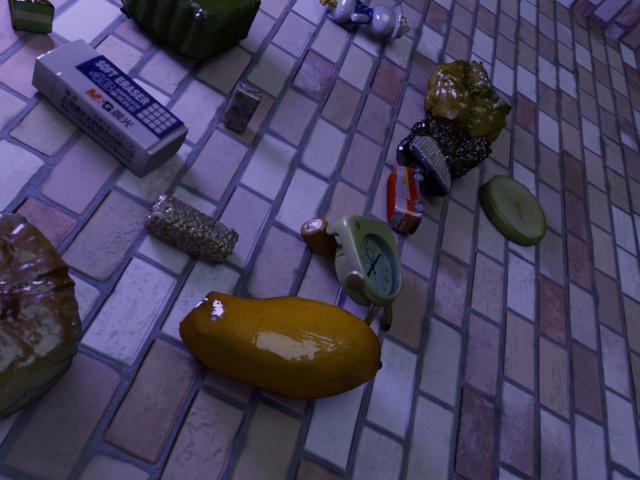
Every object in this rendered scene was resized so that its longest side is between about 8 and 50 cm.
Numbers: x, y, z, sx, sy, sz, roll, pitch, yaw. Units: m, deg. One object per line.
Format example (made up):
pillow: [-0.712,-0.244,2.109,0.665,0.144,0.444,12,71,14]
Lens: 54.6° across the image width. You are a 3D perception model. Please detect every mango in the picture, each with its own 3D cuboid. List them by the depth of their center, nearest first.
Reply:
mango: [-0.060,0.177,1.050,0.359,0.144,0.187,8,41,-21]

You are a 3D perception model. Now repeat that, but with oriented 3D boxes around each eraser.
eraser: [-0.404,-0.258,1.197,0.279,0.081,0.124,40,45,-1]

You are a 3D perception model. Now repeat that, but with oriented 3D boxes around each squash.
squash: [0.538,-0.086,1.709,0.219,0.041,0.219,17,50,-21]

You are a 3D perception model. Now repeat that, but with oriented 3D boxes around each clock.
clock: [0.099,0.067,1.258,0.170,0.069,0.232,11,62,-50]

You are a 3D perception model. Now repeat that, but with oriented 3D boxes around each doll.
doll: [0.137,-0.675,1.859,0.293,0.119,0.138,12,35,-19]

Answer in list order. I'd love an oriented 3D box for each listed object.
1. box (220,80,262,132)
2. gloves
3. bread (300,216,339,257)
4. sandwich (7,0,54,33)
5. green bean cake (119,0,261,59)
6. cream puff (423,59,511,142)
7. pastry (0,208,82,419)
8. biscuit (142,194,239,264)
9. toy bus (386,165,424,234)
box: [-0.174,-0.293,1.362,0.062,0.098,0.045,23,37,-15]
gloves: [0.325,-0.236,1.621,0.210,0.135,0.312,35,42,4]
bread: [0.000,0.001,1.292,0.062,0.103,0.049,-20,47,5]
sandwich: [-0.591,-0.489,1.260,0.074,0.074,0.116,-4,58,-33]
green bean cake: [-0.297,-0.553,1.442,0.250,0.156,0.247,39,43,-1]
cream puff: [0.437,-0.418,1.800,0.281,0.185,0.282,16,50,-19]
pastry: [-0.487,0.096,0.831,0.329,0.136,0.330,18,50,-23]
biscuit: [-0.235,-0.021,1.138,0.168,0.070,0.082,29,54,-14]
toy bus: [0.198,-0.098,1.476,0.077,0.079,0.174,15,50,-12]
